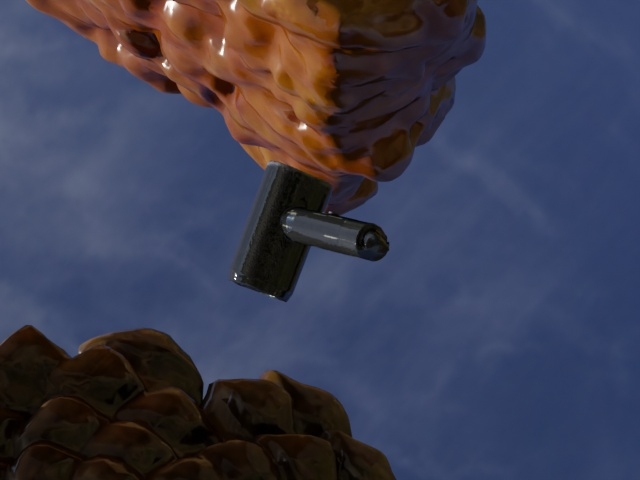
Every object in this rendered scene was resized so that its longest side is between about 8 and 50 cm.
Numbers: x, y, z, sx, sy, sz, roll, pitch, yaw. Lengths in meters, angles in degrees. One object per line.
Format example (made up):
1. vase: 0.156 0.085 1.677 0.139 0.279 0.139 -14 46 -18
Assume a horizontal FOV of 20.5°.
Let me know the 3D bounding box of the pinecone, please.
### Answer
1. pinecone: -0.119 0.257 0.934 0.384 0.384 0.384 12 -121 -21

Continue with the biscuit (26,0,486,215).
1. biscuit: -0.066 -0.151 0.849 0.312 0.318 0.110 36 -101 7

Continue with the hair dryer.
1. hair dryer: 0.000 0.000 0.613 0.026 0.083 0.047 21 -95 -31
